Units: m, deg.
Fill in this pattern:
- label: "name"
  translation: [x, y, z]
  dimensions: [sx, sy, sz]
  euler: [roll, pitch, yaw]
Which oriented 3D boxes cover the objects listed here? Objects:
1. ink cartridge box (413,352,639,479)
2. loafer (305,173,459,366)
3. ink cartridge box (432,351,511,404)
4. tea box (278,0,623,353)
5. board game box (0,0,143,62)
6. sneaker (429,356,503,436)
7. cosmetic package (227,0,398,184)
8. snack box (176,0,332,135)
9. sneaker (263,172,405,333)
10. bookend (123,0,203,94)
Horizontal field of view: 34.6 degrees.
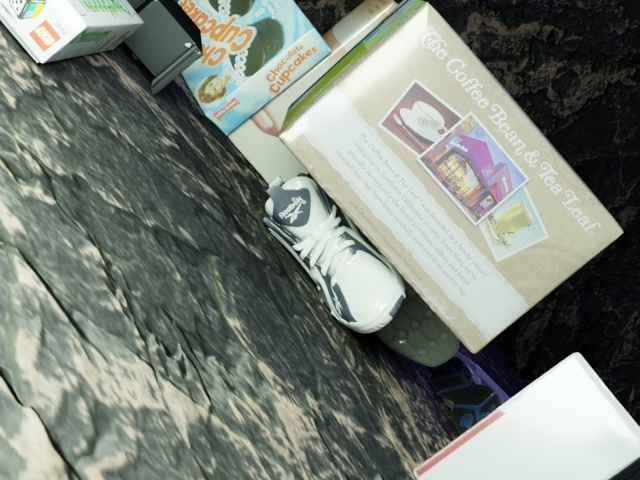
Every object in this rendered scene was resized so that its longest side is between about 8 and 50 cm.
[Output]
- label: "ink cartridge box"
  translation: [0.234, 0.234, 1.054]
  dimensions: [0.114, 0.197, 0.273]
  euler: [55, 7, 25]
- label: "loafer"
  translation: [0.074, 0.034, 1.384]
  dimensions: [0.319, 0.112, 0.111]
  euler: [50, 15, -11]
- label: "ink cartridge box"
  translation: [0.200, 0.199, 1.723]
  dimensions: [0.224, 0.056, 0.181]
  euler: [34, -6, 38]
- label: "tea box"
  translation: [0.141, -0.095, 1.227]
  dimensions: [0.329, 0.220, 0.323]
  euler: [48, 9, -9]
- label: "board game box"
  translation: [-0.256, -0.251, 0.903]
  dimensions: [0.193, 0.053, 0.305]
  euler: [51, 7, -11]
- label: "sneaker"
  translation: [0.230, 0.246, 1.463]
  dimensions: [0.081, 0.080, 0.211]
  euler: [45, 11, -28]
- label: "cosmetic package"
  translation: [0.014, -0.213, 1.483]
  dimensions: [0.129, 0.296, 0.153]
  euler: [49, 6, -19]
- label: "snack box"
  translation: [-0.132, -0.311, 1.472]
  dimensions: [0.060, 0.187, 0.322]
  euler: [44, 10, -49]
- label: "sneaker"
  translation: [0.000, 0.000, 1.174]
  dimensions: [0.153, 0.094, 0.235]
  euler: [41, 17, -35]
- label: "bookend"
  translation: [-0.212, -0.264, 1.178]
  dimensions: [0.156, 0.072, 0.157]
  euler: [49, 8, -22]
